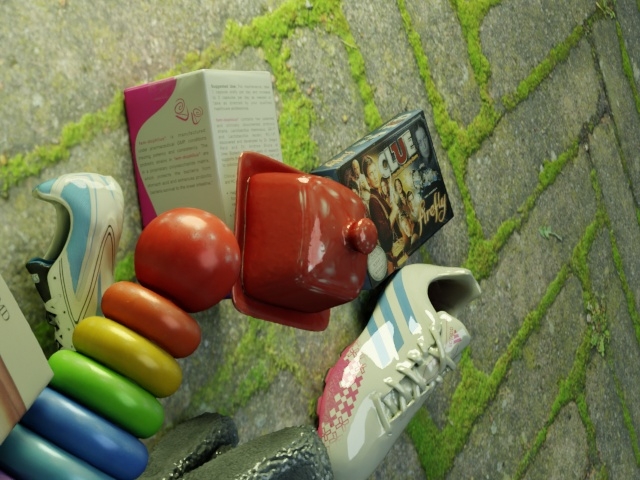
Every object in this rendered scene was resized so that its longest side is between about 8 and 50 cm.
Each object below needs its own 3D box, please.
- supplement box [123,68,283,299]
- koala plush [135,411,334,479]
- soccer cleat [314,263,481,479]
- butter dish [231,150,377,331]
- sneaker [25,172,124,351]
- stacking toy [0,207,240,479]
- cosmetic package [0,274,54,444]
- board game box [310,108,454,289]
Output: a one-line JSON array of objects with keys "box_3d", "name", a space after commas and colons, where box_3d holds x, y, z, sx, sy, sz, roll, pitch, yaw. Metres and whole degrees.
[{"box_3d": [-0.109, -0.055, 1.076, 0.114, 0.111, 0.219, -13, 96, -54], "name": "supplement box"}, {"box_3d": [-0.091, 0.305, 0.998, 0.203, 0.196, 0.221, -30, 110, -40], "name": "koala plush"}, {"box_3d": [0.100, 0.153, 1.306, 0.116, 0.143, 0.331, 55, 45, -34], "name": "soccer cleat"}, {"box_3d": [0.000, 0.000, 1.021, 0.160, 0.118, 0.160, 19, 69, -52], "name": "butter dish"}, {"box_3d": [-0.218, 0.058, 0.950, 0.086, 0.085, 0.237, -2, 93, -22], "name": "sneaker"}, {"box_3d": [-0.167, 0.120, 0.865, 0.141, 0.141, 0.330, 45, 70, -41], "name": "stacking toy"}, {"box_3d": [-0.316, 0.127, 0.688, 0.296, 0.129, 0.153, -65, 137, -57], "name": "cosmetic package"}, {"box_3d": [0.088, -0.059, 1.407, 0.243, 0.042, 0.165, -38, 115, -50], "name": "board game box"}]
